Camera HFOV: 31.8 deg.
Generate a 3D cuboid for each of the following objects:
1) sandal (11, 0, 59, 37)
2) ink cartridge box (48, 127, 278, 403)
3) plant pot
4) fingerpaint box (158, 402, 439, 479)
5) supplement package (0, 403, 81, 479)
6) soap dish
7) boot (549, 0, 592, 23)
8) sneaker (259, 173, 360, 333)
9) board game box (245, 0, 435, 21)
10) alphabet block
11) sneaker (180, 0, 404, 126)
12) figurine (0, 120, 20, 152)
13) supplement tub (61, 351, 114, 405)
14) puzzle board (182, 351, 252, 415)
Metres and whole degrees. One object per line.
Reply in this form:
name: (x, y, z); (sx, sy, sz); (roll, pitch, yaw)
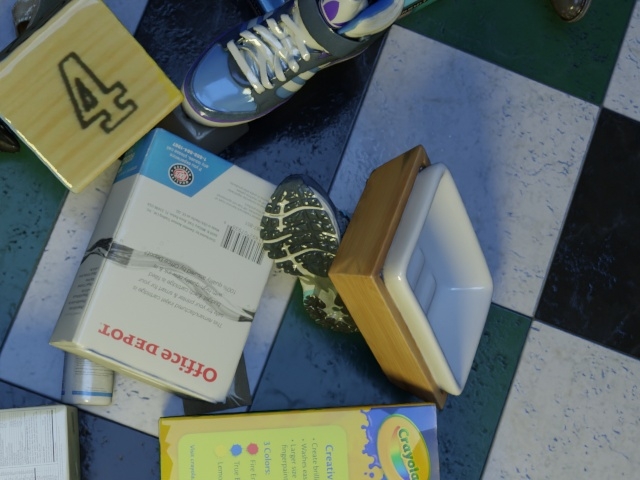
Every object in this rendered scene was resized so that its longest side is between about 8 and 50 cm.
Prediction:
sandal: (-0.405, -0.331, 1.619); (0.079, 0.088, 0.240); (21, 101, 35)
ink cartridge box: (-0.197, 0.039, 1.515); (0.223, 0.129, 0.308); (26, 73, -25)
plant pot: (-0.173, -0.180, 1.610); (0.109, 0.096, 0.109); (-40, 88, -11)
fingerpaint box: (-0.025, 0.447, 1.495); (0.371, 0.163, 0.445); (-3, 82, -7)
supplement package: (-0.419, 0.293, 1.449); (0.203, 0.194, 0.149); (-3, 81, -9)
soap dish: (0.127, 0.052, 1.511); (0.118, 0.291, 0.229); (0, 49, 30)
boot: (0.281, -0.446, 1.679); (0.229, 0.091, 0.263); (-5, 70, -36)
sneaker: (0.000, 0.000, 1.541); (0.110, 0.283, 0.122); (-1, 48, 20)
board game box: (0.039, -0.436, 1.691); (0.336, 0.079, 0.254); (-31, 86, -12)
alphabet block: (-0.326, -0.208, 1.510); (0.197, 0.192, 0.193); (-42, 112, -3)
sneaker: (-0.033, -0.278, 1.486); (0.322, 0.236, 0.130); (-28, 87, -16)
figurine: (-0.559, -0.165, 1.564); (0.214, 0.092, 0.209); (-32, 90, -11)
supplement tub: (-0.318, 0.173, 1.546); (0.071, 0.071, 0.107); (5, 81, -7)
puzzle board: (-0.155, 0.179, 1.598); (0.096, 0.011, 0.128); (-9, 82, -8)
